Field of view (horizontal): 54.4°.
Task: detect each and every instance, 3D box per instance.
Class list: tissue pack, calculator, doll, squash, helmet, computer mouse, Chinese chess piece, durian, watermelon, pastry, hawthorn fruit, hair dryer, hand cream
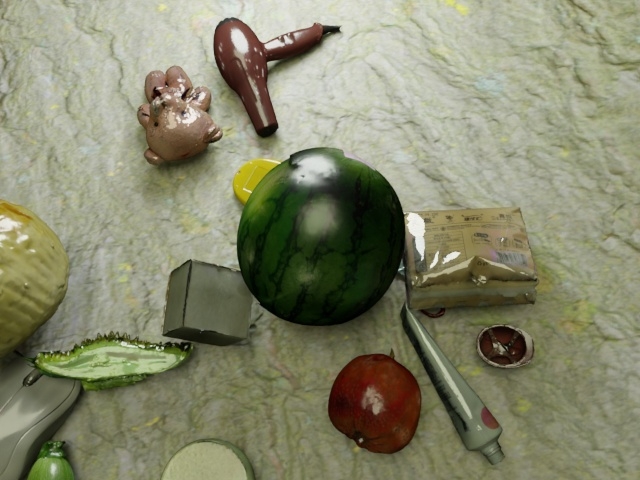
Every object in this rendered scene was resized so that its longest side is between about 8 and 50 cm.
[{"bbox_3d":[0.296,0.030,1.272,0.257,0.123,0.215,-1,49,1],"label":"tissue pack"},{"bbox_3d":[-0.098,-0.116,1.458,0.235,0.032,0.146,22,74,18],"label":"calculator"},{"bbox_3d":[-0.369,-0.335,1.523,0.201,0.156,0.303,-23,63,0],"label":"doll"},{"bbox_3d":[-0.527,0.590,1.203,0.107,0.107,0.394,-8,66,5],"label":"squash"},{"bbox_3d":[0.367,0.218,1.245,0.111,0.057,0.089,6,66,16],"label":"helmet"},{"bbox_3d":[-0.643,0.367,1.301,0.184,0.121,0.296,29,77,19],"label":"computer mouse"},{"bbox_3d":[-0.220,0.485,1.216,0.189,0.083,0.188,-2,66,5],"label":"Chinese chess piece"},{"bbox_3d":[-0.454,0.250,1.320,0.375,0.106,0.132,-4,73,-2],"label":"durian"},{"bbox_3d":[0.000,0.000,1.230,0.364,0.363,0.363,-3,68,7],"label":"watermelon"},{"bbox_3d":[-0.731,0.075,1.291,0.389,0.312,0.388,-26,36,20],"label":"pastry"},{"bbox_3d":[0.112,0.298,1.199,0.179,0.179,0.200,17,51,14],"label":"hawthorn fruit"},{"bbox_3d":[-0.079,-0.448,1.567,0.341,0.123,0.312,-23,78,-13],"label":"hair dryer"},{"bbox_3d":[0.252,0.275,1.216,0.078,0.124,0.340,-28,72,-6],"label":"hand cream"}]

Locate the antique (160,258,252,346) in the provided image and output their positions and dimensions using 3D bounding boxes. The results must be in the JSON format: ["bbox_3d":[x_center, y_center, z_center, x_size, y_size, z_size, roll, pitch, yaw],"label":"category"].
[{"bbox_3d":[-0.241,0.136,1.303,0.152,0.148,0.146,17,66,-29],"label":"antique"}]

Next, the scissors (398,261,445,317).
[{"bbox_3d":[0.178,0.060,1.358,0.248,0.017,0.144,25,73,18],"label":"scissors"}]
